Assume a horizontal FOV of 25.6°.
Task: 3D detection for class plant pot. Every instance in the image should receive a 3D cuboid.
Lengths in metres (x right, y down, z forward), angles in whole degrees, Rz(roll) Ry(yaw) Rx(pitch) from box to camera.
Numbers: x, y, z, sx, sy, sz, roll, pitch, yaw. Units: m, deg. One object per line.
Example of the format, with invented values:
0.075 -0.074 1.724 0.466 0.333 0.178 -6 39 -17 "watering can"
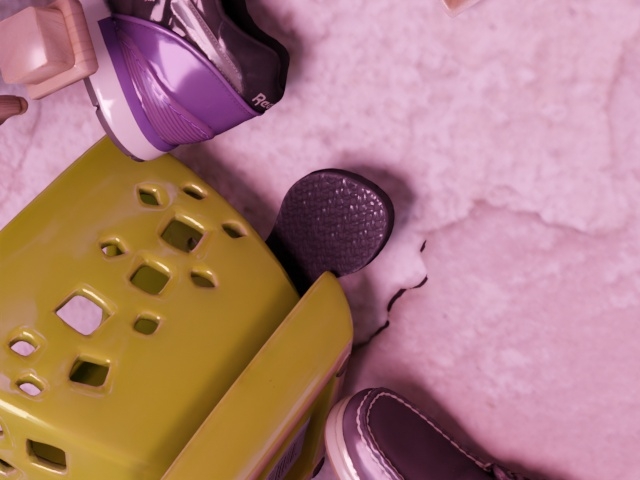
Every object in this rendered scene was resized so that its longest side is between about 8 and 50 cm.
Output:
-0.112 0.105 0.893 0.207 0.228 0.227 29 141 14 "plant pot"

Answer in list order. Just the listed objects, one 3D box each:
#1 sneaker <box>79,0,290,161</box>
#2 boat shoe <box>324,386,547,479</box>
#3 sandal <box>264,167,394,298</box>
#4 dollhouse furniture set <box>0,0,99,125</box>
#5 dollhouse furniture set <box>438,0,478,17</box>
-0.103 -0.199 0.841 0.124 0.107 0.283 -19 100 17 "sneaker"
0.125 0.189 0.870 0.285 0.103 0.092 47 127 0 "boat shoe"
0.000 0.000 0.900 0.067 0.040 0.179 54 147 6 "sandal"
-0.278 -0.193 0.922 0.355 0.174 0.303 -18 85 31 "dollhouse furniture set"
0.053 -0.174 0.731 0.091 0.081 0.114 -29 95 42 "dollhouse furniture set"
